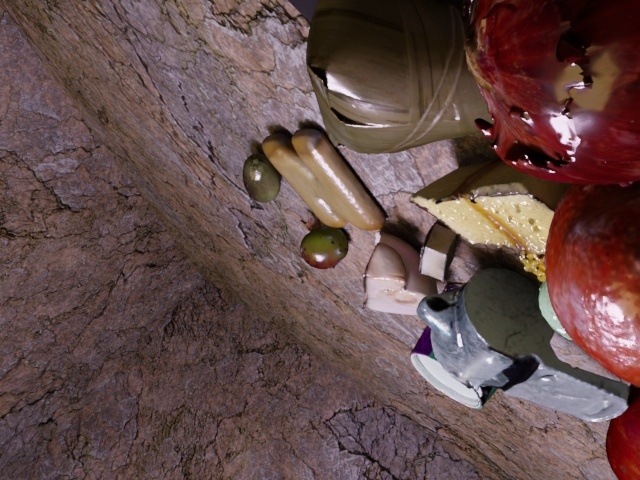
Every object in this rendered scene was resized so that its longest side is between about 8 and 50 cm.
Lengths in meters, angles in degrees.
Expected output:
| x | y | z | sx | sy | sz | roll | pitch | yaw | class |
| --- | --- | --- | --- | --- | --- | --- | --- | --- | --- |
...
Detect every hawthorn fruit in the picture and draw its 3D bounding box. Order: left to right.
| x | y | z | sx | sy | sz | roll | pitch | yaw | class |
| --- | --- | --- | --- | --- | --- | --- | --- | --- | --- |
| 0.401 | 0.031 | 0.710 | 0.284 | 0.284 | 0.284 | 36 | 161 | 15 | hawthorn fruit |

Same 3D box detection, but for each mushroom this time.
| x | y | z | sx | sy | sz | roll | pitch | yaw | class |
| --- | --- | --- | --- | --- | --- | --- | --- | --- | --- |
| 0.192 | 0.066 | 1.408 | 0.173 | 0.162 | 0.236 | 9 | 159 | 7 | mushroom |

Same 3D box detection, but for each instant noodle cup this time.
| x | y | z | sx | sy | sz | roll | pitch | yaw | class |
| --- | --- | --- | --- | --- | --- | --- | --- | --- | --- |
| 0.335 | 0.248 | 1.414 | 0.251 | 0.190 | 0.251 | 36 | 161 | 15 | instant noodle cup |

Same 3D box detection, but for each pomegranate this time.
| x | y | z | sx | sy | sz | roll | pitch | yaw | class |
| --- | --- | --- | --- | --- | --- | --- | --- | --- | --- |
| -0.005 | 0.005 | 1.635 | 0.159 | 0.129 | 0.129 | 38 | 161 | 9 | pomegranate |

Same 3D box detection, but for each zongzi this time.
| x | y | z | sx | sy | sz | roll | pitch | yaw | class |
| --- | --- | --- | --- | --- | --- | --- | --- | --- | --- |
| 0.166 | -0.196 | 0.878 | 0.417 | 0.182 | 0.447 | 10 | 179 | 2 | zongzi |

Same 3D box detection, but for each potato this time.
| x | y | z | sx | sy | sz | roll | pitch | yaw | class |
| --- | --- | --- | --- | --- | --- | --- | --- | --- | --- |
| 0.242 | 0.026 | 1.276 | 0.061 | 0.086 | 0.122 | 19 | 154 | 17 | potato |

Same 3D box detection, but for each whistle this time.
| x | y | z | sx | sy | sz | roll | pitch | yaw | class |
| --- | --- | --- | --- | --- | --- | --- | --- | --- | --- |
| 0.379 | 0.222 | 1.184 | 0.405 | 0.188 | 0.168 | 45 | 148 | 15 | whistle |

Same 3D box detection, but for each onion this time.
| x | y | z | sx | sy | sz | roll | pitch | yaw | class |
| --- | --- | --- | --- | --- | --- | --- | --- | --- | --- |
| 0.248 | -0.180 | 0.532 | 0.276 | 0.276 | 0.276 | 36 | 161 | 15 | onion |

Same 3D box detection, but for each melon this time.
| x | y | z | sx | sy | sz | roll | pitch | yaw | class |
| --- | --- | --- | --- | --- | --- | --- | --- | --- | --- |
| -0.152 | -0.162 | 1.593 | 0.099 | 0.099 | 0.162 | 33 | 156 | 22 | melon |

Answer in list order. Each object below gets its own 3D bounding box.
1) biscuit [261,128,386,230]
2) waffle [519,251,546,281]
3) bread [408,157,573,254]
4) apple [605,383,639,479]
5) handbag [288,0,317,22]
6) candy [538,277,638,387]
| x | y | z | sx | sy | sz | roll | pitch | yaw | class |
| --- | --- | --- | --- | --- | --- | --- | --- | --- | --- |
| 0.003 | -0.131 | 1.415 | 0.291 | 0.062 | 0.236 | 49 | 159 | -27 | biscuit |
| 0.439 | 0.056 | 1.000 | 0.245 | 0.052 | 0.254 | 18 | 152 | 47 | waffle |
| 0.271 | -0.062 | 0.937 | 0.178 | 0.142 | 0.266 | 16 | 171 | -31 | bread |
| 0.733 | 0.427 | 1.162 | 0.364 | 0.295 | 0.328 | 29 | -164 | 34 | apple |
| 0.031 | -0.379 | 0.776 | 0.191 | 0.075 | 0.332 | 44 | 161 | -14 | handbag |
| 0.468 | 0.161 | 1.013 | 0.119 | 0.119 | 0.440 | 21 | 167 | 45 | candy |
